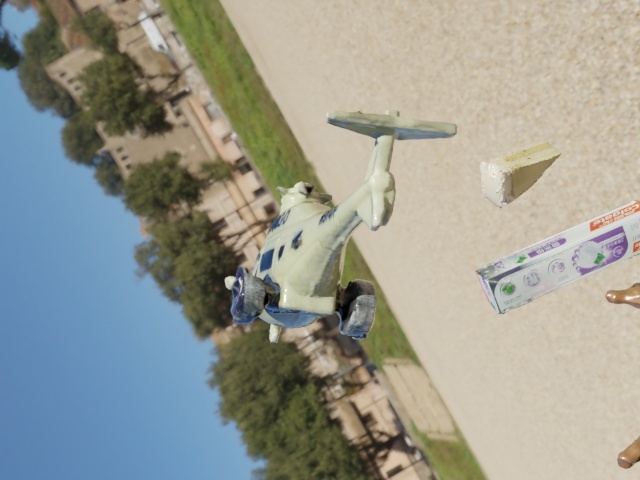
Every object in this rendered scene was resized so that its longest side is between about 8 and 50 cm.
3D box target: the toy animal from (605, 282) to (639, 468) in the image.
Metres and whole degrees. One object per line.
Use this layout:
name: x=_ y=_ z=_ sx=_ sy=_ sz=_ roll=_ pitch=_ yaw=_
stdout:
toy animal: x=0.285 y=0.107 z=0.615 sx=0.224 sy=0.230 sz=0.066 roll=13 pitch=128 yaw=42

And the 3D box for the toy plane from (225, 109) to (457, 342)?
toy plane: x=0.000 y=0.000 z=0.501 sx=0.286 sy=0.092 sz=0.108 roll=139 pitch=138 yaw=-73

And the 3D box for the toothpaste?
toothpaste: x=0.271 y=0.018 z=0.900 sx=0.040 sy=0.196 sz=0.047 roll=-110 pitch=-4 yaw=-71

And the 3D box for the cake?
cake: x=0.275 y=-0.105 z=1.123 sx=0.052 sy=0.121 sz=0.065 roll=38 pitch=162 yaw=46
